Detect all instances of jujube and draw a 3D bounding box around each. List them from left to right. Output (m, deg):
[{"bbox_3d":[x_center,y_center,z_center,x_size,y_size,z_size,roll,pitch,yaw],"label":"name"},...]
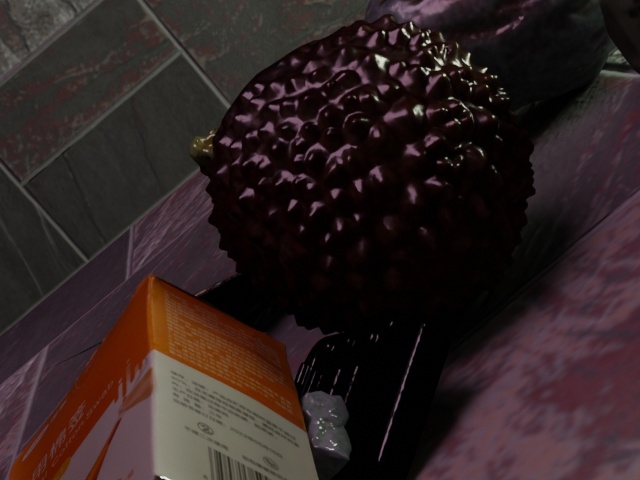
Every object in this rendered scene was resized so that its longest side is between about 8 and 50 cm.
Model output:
[{"bbox_3d":[0.213,-0.265,1.515,0.308,0.215,0.246,-24,13,-2],"label":"jujube"}]

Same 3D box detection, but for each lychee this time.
[{"bbox_3d":[0.049,-0.050,1.180,0.306,0.306,0.330,-39,36,4],"label":"lychee"}]

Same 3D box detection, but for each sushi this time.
[{"bbox_3d":[-0.152,0.102,1.693,0.339,0.068,0.320,-25,2,45],"label":"sushi"}]

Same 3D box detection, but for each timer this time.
[{"bbox_3d":[0.030,0.142,1.050,0.187,0.055,0.144,-19,46,58],"label":"timer"}]

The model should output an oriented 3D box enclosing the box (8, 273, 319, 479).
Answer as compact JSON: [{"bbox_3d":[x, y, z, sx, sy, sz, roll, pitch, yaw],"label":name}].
[{"bbox_3d":[-0.124,0.195,0.929,0.225,0.143,0.341,-54,18,12],"label":"box"}]

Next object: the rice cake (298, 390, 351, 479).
[{"bbox_3d":[-0.053,0.205,1.022,0.226,0.040,0.085,-47,24,31],"label":"rice cake"}]

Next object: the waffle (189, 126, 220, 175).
[{"bbox_3d":[0.017,-0.114,1.521,0.317,0.073,0.297,5,9,41],"label":"waffle"}]

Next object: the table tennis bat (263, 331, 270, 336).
[{"bbox_3d":[-0.126,0.151,1.580,0.220,0.019,0.130,-26,18,50],"label":"table tennis bat"}]

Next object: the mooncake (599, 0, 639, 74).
[{"bbox_3d":[0.387,-0.262,1.133,0.254,0.136,0.250,-12,30,34],"label":"mooncake"}]
